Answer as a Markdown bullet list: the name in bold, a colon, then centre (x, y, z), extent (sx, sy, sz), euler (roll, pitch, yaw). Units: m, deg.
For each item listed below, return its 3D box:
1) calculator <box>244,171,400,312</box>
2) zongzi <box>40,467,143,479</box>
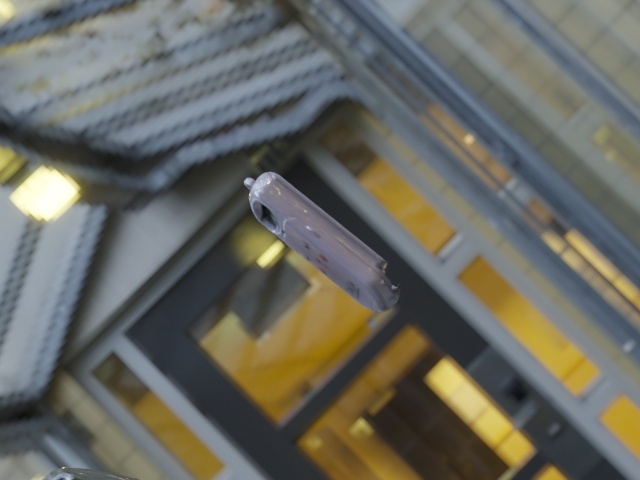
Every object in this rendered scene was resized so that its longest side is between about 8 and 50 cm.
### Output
- **calculator**: centre (0.000, 0.000, 1.608), extent (0.032, 0.175, 0.100), euler (-49, -9, -11)
- **zongzi**: centre (-0.102, 0.341, 1.398), extent (0.154, 0.318, 0.289), euler (157, 127, -67)
